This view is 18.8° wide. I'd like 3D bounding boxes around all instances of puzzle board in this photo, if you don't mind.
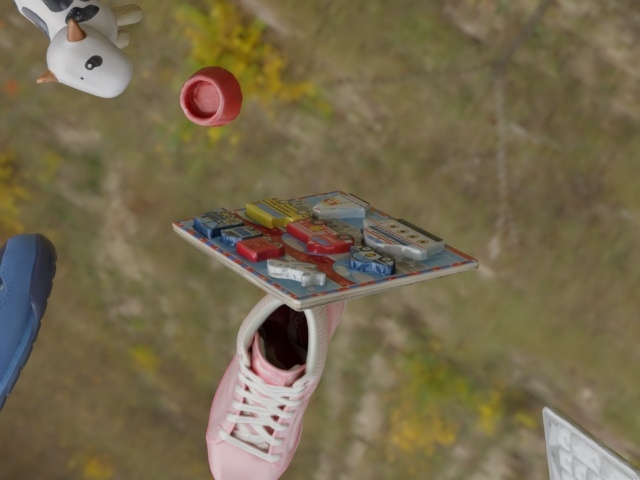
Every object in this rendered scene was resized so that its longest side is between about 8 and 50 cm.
[{"bbox_3d":[0.000,0.000,0.917,0.128,0.096,0.011,30,127,55],"label":"puzzle board"}]

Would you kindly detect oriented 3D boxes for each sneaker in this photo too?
[{"bbox_3d":[-0.142,0.053,0.684,0.059,0.144,0.053,30,159,-5],"label":"sneaker"},{"bbox_3d":[-0.029,0.076,0.983,0.051,0.134,0.070,24,-166,6],"label":"sneaker"}]

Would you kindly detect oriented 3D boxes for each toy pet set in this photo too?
[{"bbox_3d":[-0.051,-0.098,0.437,0.114,0.122,0.065,36,-156,14],"label":"toy pet set"}]

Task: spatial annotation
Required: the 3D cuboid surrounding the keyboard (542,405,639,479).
[{"bbox_3d":[0.127,0.194,0.832,0.072,0.014,0.256,-134,32,-61],"label":"keyboard"}]
